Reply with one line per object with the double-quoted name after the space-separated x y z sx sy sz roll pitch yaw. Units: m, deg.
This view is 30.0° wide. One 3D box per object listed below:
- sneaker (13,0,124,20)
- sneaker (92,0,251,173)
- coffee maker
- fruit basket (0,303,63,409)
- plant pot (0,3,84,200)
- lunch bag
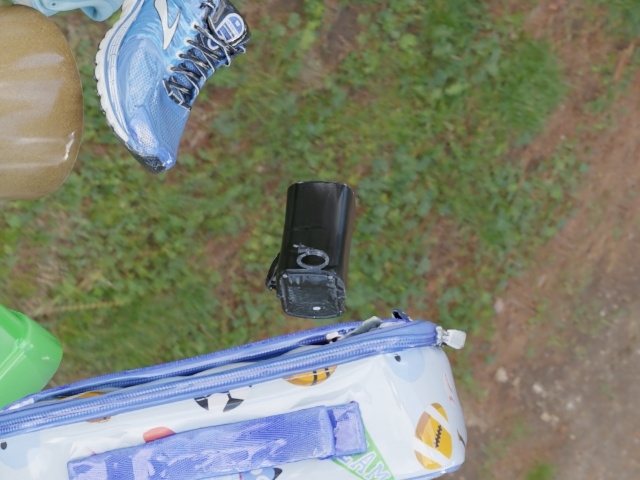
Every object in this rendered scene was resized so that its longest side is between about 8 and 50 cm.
-0.336 -0.338 1.437 0.366 0.135 0.150 8 113 -62 "sneaker"
-0.167 -0.231 1.406 0.130 0.147 0.330 52 37 -56 "sneaker"
0.000 0.000 1.755 0.120 0.178 0.171 15 143 -12 "coffee maker"
-0.370 0.187 0.848 0.392 0.283 0.392 -23 119 -49 "fruit basket"
-0.441 -0.150 1.355 0.254 0.237 0.237 -12 119 -50 "plant pot"
-0.049 0.121 0.765 0.303 0.243 0.114 -14 81 6 "lunch bag"
